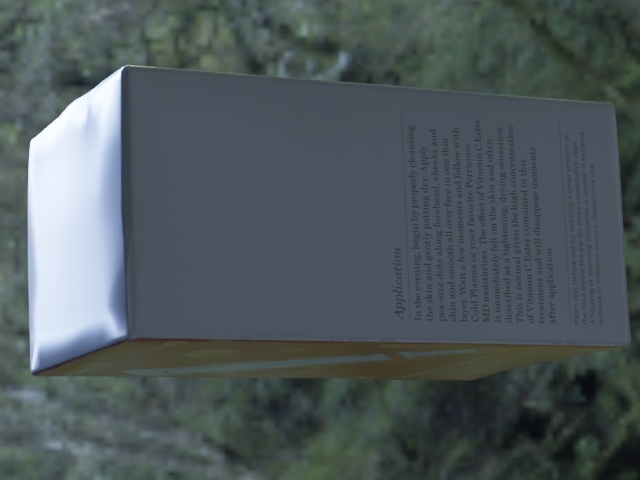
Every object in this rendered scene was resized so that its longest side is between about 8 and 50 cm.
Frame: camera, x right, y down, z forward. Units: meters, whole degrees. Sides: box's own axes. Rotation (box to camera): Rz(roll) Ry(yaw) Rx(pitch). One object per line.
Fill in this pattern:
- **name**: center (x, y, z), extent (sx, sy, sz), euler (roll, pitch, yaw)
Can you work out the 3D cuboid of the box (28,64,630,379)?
- **box**: center (0.000, 0.000, 1.194), extent (0.215, 0.345, 0.168), euler (158, 113, -64)
